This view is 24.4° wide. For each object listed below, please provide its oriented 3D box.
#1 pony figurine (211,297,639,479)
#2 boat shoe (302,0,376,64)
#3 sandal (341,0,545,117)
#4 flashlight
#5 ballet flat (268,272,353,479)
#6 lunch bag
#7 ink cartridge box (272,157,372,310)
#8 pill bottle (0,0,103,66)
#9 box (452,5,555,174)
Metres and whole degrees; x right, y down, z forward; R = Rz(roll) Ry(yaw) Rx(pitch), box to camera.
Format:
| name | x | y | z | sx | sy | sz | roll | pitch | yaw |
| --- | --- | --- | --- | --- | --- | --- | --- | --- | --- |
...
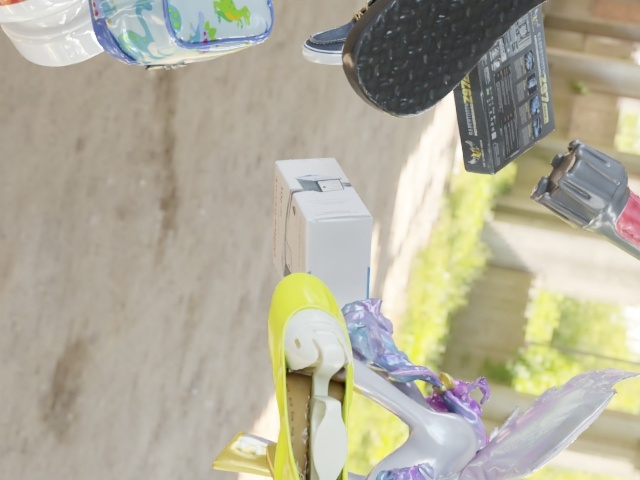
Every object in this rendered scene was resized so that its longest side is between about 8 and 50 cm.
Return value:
| name | x | y | z | sx | sy | sz | roll | pitch | yaw |
| --- | --- | --- | --- | --- | --- | --- | --- | --- | --- |
| pony figurine | 0.125 | 0.229 | 1.566 | 0.351 | 0.363 | 0.303 | -49 | 172 | -20 |
| boat shoe | 0.065 | -0.277 | 1.872 | 0.065 | 0.183 | 0.083 | -107 | -170 | -56 |
| sandal | 0.198 | -0.321 | 1.674 | 0.167 | 0.446 | 0.107 | 53 | -5 | -23 |
| flashlight | 0.385 | -0.004 | 1.601 | 0.103 | 0.304 | 0.103 | -58 | -171 | 2 |
| ballet flat | -0.002 | 0.130 | 1.261 | 0.077 | 0.077 | 0.230 | 133 | -40 | -64 |
| lunch bag | -0.126 | -0.256 | 1.240 | 0.176 | 0.090 | 0.218 | -21 | 98 | -57 |
| ink cartridge box | 0.000 | 0.000 | 1.734 | 0.190 | 0.082 | 0.139 | -122 | -150 | -63 |
| pill bottle | -0.349 | -0.390 | 1.619 | 0.407 | 0.229 | 0.229 | 63 | 36 | -48 |
| box | 0.268 | -0.238 | 2.194 | 0.183 | 0.059 | 0.232 | -35 | 125 | -40 |
